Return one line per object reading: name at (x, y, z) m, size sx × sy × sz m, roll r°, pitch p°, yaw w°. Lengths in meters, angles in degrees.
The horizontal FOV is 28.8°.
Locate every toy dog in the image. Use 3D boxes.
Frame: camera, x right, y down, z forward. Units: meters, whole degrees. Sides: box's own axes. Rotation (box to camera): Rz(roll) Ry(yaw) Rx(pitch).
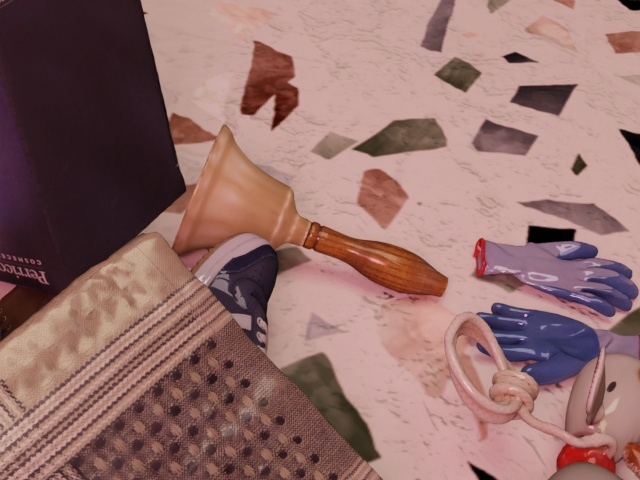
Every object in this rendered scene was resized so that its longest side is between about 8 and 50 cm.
toy dog at (0.214, 0.168, 0.871) m, size 0.220 × 0.161 × 0.334 m, roll 31°, pitch 38°, yaw -24°

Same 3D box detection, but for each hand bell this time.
hand bell at (0.000, 0.000, 1.119) m, size 0.242 × 0.126 × 0.126 m, roll 23°, pitch 40°, yaw -5°

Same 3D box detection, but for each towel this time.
towel at (-0.115, 0.195, 0.766) m, size 0.312 × 0.056 × 0.324 m, roll 48°, pitch 59°, yaw 2°

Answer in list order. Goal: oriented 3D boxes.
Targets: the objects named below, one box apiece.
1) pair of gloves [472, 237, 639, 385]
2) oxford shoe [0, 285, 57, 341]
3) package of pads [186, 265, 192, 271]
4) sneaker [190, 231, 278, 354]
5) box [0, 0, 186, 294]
pair of gloves at (0.213, 0.063, 1.127) m, size 0.159 × 0.023 × 0.198 m, roll 9°, pitch 39°, yaw 2°
oxford shoe at (-0.215, 0.087, 0.976) m, size 0.096 × 0.083 × 0.227 m, roll -4°, pitch 33°, yaw -1°
package of pads at (-0.130, 0.042, 1.059) m, size 0.083 × 0.050 × 0.032 m, roll 21°, pitch 41°, yaw 15°
sneaker at (-0.061, 0.115, 0.946) m, size 0.153 × 0.099 × 0.282 m, roll 18°, pitch 47°, yaw 18°
box at (-0.297, -0.139, 0.999) m, size 0.296 × 0.294 × 0.183 m, roll 10°, pitch 38°, yaw 28°
